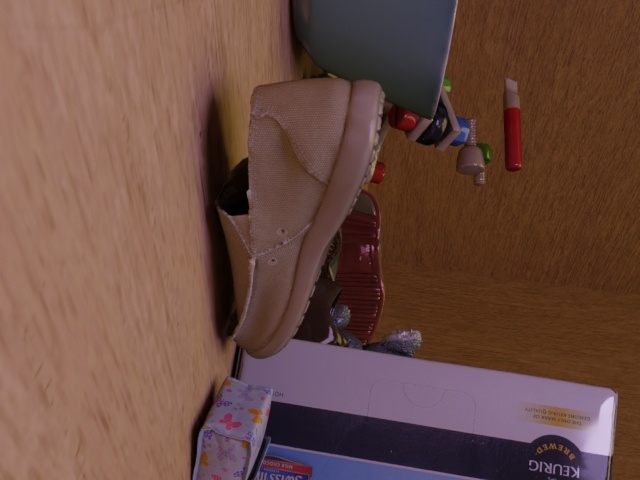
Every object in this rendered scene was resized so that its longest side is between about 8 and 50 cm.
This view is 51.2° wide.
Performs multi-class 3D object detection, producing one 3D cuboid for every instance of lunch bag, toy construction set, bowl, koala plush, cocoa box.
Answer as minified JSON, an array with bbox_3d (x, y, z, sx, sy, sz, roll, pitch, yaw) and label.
[{"bbox_3d":[-0.070,0.166,0.540,0.071,0.053,0.083,-67,173,-65],"label":"lunch bag"},{"bbox_3d":[0.133,-0.218,0.966,0.257,0.308,0.237,107,-13,-75],"label":"toy construction set"},{"bbox_3d":[0.064,-0.296,0.717,0.311,0.163,0.312,8,90,-84],"label":"bowl"},{"bbox_3d":[0.073,0.236,1.222,0.203,0.221,0.196,-48,146,-80],"label":"koala plush"},{"bbox_3d":[0.084,0.243,0.683,0.231,0.347,0.228,80,19,-75],"label":"cocoa box"}]

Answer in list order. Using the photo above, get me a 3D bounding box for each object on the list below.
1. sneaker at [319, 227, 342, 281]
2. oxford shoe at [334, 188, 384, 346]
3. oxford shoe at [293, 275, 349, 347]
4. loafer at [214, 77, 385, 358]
[{"bbox_3d":[0.000,0.000,1.018,0.192,0.064,0.086,91,1,-52],"label":"sneaker"},{"bbox_3d":[0.087,0.080,1.565,0.146,0.140,0.397,-16,114,-83],"label":"oxford shoe"},{"bbox_3d":[-0.013,0.152,0.892,0.083,0.096,0.227,88,12,-68],"label":"oxford shoe"},{"bbox_3d":[-0.034,-0.014,0.501,0.102,0.092,0.269,-73,-175,-50],"label":"loafer"}]
